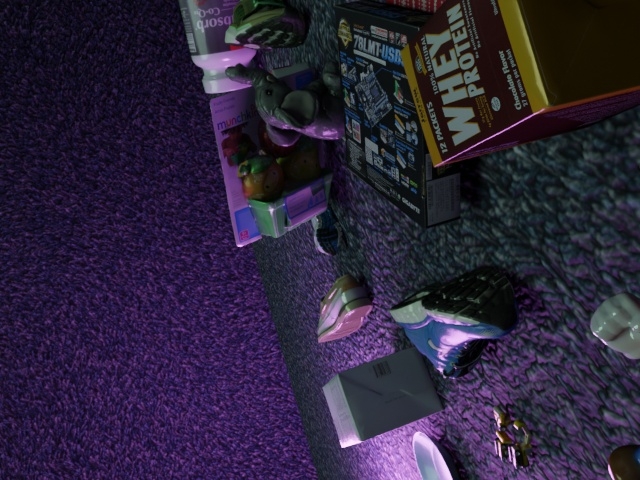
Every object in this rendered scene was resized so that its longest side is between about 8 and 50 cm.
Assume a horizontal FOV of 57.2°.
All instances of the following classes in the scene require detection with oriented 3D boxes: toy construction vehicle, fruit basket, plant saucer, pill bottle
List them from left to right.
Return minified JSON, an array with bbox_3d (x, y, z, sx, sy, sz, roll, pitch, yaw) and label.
[{"bbox_3d":[-0.314,-0.659,1.827,0.210,0.210,0.363,-138,35,-62],"label":"pill bottle"},{"bbox_3d":[-0.094,-0.197,1.386,0.165,0.327,0.353,23,128,37],"label":"fruit basket"},{"bbox_3d":[0.265,0.509,1.288,0.195,0.037,0.195,164,90,-74],"label":"plant saucer"},{"bbox_3d":[0.314,0.324,0.958,0.086,0.035,0.098,-127,26,-78],"label":"toy construction vehicle"}]

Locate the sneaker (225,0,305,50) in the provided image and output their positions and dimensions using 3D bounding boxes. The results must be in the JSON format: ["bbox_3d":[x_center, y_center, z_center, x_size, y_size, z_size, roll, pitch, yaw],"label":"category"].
[{"bbox_3d":[-0.151,-0.590,1.496,0.410,0.158,0.182,-150,63,-62],"label":"sneaker"}]

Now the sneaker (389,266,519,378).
[{"bbox_3d":[0.230,0.139,0.944,0.147,0.130,0.330,59,167,2],"label":"sneaker"}]

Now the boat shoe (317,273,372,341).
[{"bbox_3d":[0.055,0.187,1.587,0.103,0.113,0.302,69,153,22],"label":"boat shoe"}]

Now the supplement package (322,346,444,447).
[{"bbox_3d":[0.130,0.352,1.310,0.203,0.194,0.149,114,139,-66],"label":"supplement package"}]

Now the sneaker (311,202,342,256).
[{"bbox_3d":[0.014,-0.032,1.593,0.083,0.071,0.190,87,169,-58],"label":"sneaker"}]

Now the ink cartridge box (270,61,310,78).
[{"bbox_3d":[-0.085,-0.397,1.492,0.135,0.099,0.056,168,87,-74],"label":"ink cartridge box"}]

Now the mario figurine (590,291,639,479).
[{"bbox_3d":[0.318,0.172,0.512,0.198,0.170,0.320,18,139,30],"label":"mario figurine"}]

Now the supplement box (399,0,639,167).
[{"bbox_3d":[0.208,-0.169,0.533,0.194,0.191,0.129,156,98,-75],"label":"supplement box"}]

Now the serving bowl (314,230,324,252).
[{"bbox_3d":[0.000,0.000,1.725,0.083,0.027,0.083,164,90,-75],"label":"serving bowl"}]

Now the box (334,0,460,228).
[{"bbox_3d":[0.115,-0.208,0.923,0.295,0.073,0.293,-131,30,-56],"label":"box"}]

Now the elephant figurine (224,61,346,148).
[{"bbox_3d":[-0.061,-0.282,1.260,0.169,0.239,0.186,92,155,-45],"label":"elephant figurine"}]

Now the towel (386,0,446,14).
[{"bbox_3d":[0.169,-0.268,0.873,0.275,0.031,0.199,-128,27,-53],"label":"towel"}]
